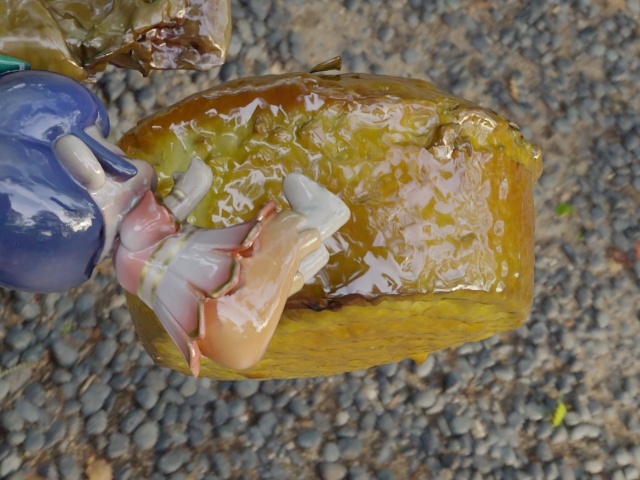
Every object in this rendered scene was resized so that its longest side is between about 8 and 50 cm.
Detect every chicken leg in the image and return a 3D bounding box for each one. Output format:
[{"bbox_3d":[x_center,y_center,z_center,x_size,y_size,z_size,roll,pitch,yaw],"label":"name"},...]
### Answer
[{"bbox_3d":[-0.240,-0.110,0.748,0.410,0.295,0.182,-5,51,17],"label":"chicken leg"}]

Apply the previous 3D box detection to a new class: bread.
[{"bbox_3d":[-0.002,0.001,0.886,0.337,0.358,0.204,34,50,-58],"label":"bread"}]

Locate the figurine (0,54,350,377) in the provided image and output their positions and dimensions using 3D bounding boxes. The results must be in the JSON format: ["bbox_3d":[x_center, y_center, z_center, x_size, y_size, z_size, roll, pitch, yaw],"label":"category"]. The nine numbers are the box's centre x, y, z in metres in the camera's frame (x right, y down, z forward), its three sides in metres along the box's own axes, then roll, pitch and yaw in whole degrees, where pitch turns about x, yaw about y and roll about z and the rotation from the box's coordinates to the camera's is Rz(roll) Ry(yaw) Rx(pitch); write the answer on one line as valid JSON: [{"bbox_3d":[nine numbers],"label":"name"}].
[{"bbox_3d":[-0.095,-0.014,0.470,0.195,0.111,0.102,26,56,4],"label":"figurine"}]
